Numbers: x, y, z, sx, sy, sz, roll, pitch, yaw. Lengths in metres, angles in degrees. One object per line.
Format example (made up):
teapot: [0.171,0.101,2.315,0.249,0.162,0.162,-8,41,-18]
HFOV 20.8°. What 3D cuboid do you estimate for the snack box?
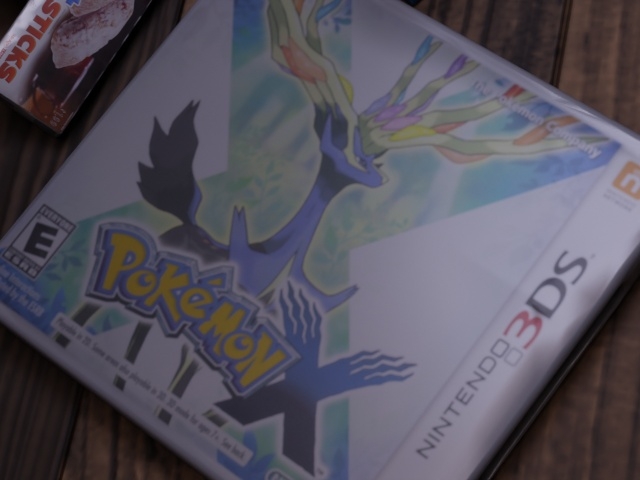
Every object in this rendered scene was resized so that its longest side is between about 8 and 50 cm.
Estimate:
snack box: [-0.145,-0.156,1.112,0.064,0.022,0.178,34,77,-9]

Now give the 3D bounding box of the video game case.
video game case: [0.000,0.000,1.014,0.329,0.036,0.300,33,78,25]

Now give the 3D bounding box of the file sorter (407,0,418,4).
file sorter: [0.038,-0.250,1.040,0.104,0.170,0.118,37,80,28]
